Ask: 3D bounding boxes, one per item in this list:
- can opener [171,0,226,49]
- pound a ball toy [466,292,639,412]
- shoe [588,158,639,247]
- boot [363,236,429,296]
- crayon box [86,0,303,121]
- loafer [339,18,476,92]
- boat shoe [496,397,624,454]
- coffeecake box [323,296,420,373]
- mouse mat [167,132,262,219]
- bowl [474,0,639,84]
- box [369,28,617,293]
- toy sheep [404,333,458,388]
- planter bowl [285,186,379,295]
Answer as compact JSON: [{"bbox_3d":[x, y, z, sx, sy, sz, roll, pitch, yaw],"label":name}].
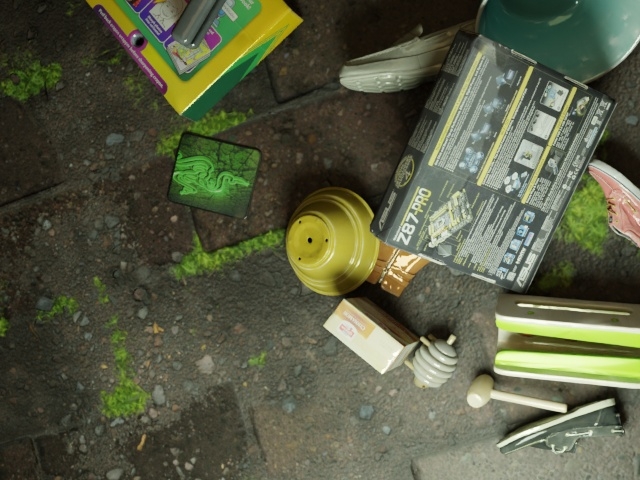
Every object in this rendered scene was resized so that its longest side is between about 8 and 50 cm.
[{"bbox_3d":[-0.179,-0.492,1.854,0.095,0.076,0.283,34,97,14],"label":"can opener"},{"bbox_3d":[0.437,0.207,1.755,0.319,0.136,0.208,4,114,16],"label":"pound a ball toy"},{"bbox_3d":[0.548,-0.067,1.748,0.178,0.063,0.081,42,94,9],"label":"shoe"},{"bbox_3d":[0.183,0.043,1.850,0.197,0.073,0.152,26,100,18],"label":"boot"},{"bbox_3d":[-0.270,-0.487,1.972,0.313,0.106,0.363,-41,79,9],"label":"crayon box"},{"bbox_3d":[0.191,-0.361,1.842,0.319,0.112,0.112,-9,81,7],"label":"loafer"},{"bbox_3d":[0.441,0.360,1.754,0.233,0.084,0.079,-20,83,11],"label":"boat shoe"},{"bbox_3d":[0.101,0.176,1.802,0.142,0.185,0.068,39,98,13],"label":"coffeecake box"},{"bbox_3d":[-0.224,-0.135,1.998,0.189,0.007,0.153,14,92,17],"label":"mouse mat"},{"bbox_3d":[0.418,-0.436,1.705,0.311,0.311,0.163,-19,44,14],"label":"bowl"},{"bbox_3d":[0.309,-0.132,1.701,0.318,0.097,0.395,18,102,-25],"label":"box"},{"bbox_3d":[0.219,0.230,1.821,0.091,0.091,0.132,35,116,14],"label":"toy sheep"},{"bbox_3d":[0.000,0.000,1.857,0.217,0.090,0.217,-1,87,32],"label":"planter bowl"}]
